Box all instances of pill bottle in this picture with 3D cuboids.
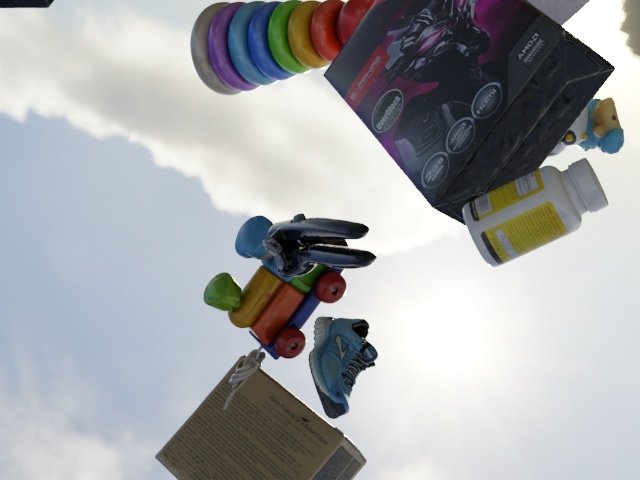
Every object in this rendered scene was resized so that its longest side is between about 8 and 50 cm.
[{"bbox_3d":[0.190,-0.027,1.000,0.065,0.116,0.065,52,-158,-31],"label":"pill bottle"}]

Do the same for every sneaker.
[{"bbox_3d":[0.029,0.136,1.303,0.073,0.063,0.162,-11,-146,11],"label":"sneaker"}]

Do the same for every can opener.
[{"bbox_3d":[0.000,0.000,1.046,0.059,0.073,0.186,64,160,-7],"label":"can opener"}]

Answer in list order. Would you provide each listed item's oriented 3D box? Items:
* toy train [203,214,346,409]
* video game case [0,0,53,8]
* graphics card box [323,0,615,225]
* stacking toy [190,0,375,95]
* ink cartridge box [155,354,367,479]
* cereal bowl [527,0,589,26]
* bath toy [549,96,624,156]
[{"bbox_3d":[-0.093,0.093,1.429,0.143,0.248,0.105,35,-178,-39],"label":"toy train"},{"bbox_3d":[-0.383,-0.329,0.993,0.248,0.274,0.035,1,-138,11],"label":"video game case"},{"bbox_3d":[0.154,-0.196,1.322,0.094,0.232,0.371,26,-161,-33],"label":"graphics card box"},{"bbox_3d":[-0.027,-0.285,1.611,0.330,0.141,0.141,2,174,40],"label":"stacking toy"},{"bbox_3d":[-0.084,0.297,1.543,0.235,0.193,0.088,32,166,44],"label":"ink cartridge box"},{"bbox_3d":[0.375,-0.452,1.800,0.141,0.339,0.339,45,-171,-7],"label":"cereal bowl"},{"bbox_3d":[0.339,-0.179,1.940,0.348,0.151,0.129,-8,-121,-17],"label":"bath toy"}]
